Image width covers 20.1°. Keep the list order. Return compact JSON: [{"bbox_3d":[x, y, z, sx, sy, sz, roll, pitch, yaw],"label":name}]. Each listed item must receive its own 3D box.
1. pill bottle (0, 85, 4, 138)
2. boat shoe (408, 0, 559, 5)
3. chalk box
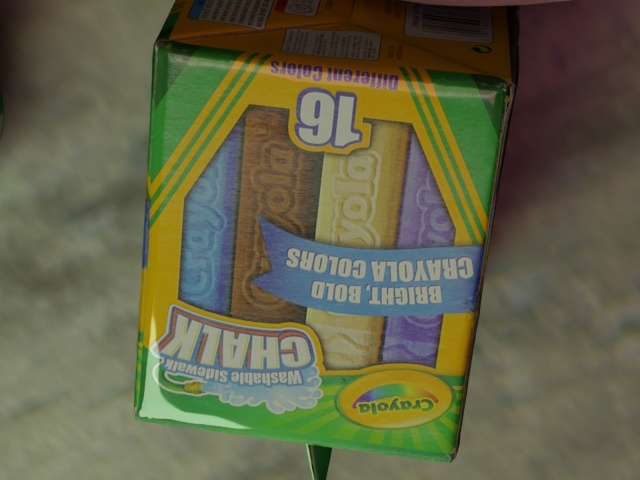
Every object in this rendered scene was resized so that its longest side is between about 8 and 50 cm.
[{"bbox_3d":[-0.189,-0.081,0.720,0.118,0.117,0.208,0,118,6],"label":"pill bottle"},{"bbox_3d":[0.155,-0.171,0.655,0.335,0.095,0.112,-19,101,21],"label":"boat shoe"},{"bbox_3d":[0.000,0.000,0.736,0.132,0.132,0.213,8,118,1],"label":"chalk box"}]
